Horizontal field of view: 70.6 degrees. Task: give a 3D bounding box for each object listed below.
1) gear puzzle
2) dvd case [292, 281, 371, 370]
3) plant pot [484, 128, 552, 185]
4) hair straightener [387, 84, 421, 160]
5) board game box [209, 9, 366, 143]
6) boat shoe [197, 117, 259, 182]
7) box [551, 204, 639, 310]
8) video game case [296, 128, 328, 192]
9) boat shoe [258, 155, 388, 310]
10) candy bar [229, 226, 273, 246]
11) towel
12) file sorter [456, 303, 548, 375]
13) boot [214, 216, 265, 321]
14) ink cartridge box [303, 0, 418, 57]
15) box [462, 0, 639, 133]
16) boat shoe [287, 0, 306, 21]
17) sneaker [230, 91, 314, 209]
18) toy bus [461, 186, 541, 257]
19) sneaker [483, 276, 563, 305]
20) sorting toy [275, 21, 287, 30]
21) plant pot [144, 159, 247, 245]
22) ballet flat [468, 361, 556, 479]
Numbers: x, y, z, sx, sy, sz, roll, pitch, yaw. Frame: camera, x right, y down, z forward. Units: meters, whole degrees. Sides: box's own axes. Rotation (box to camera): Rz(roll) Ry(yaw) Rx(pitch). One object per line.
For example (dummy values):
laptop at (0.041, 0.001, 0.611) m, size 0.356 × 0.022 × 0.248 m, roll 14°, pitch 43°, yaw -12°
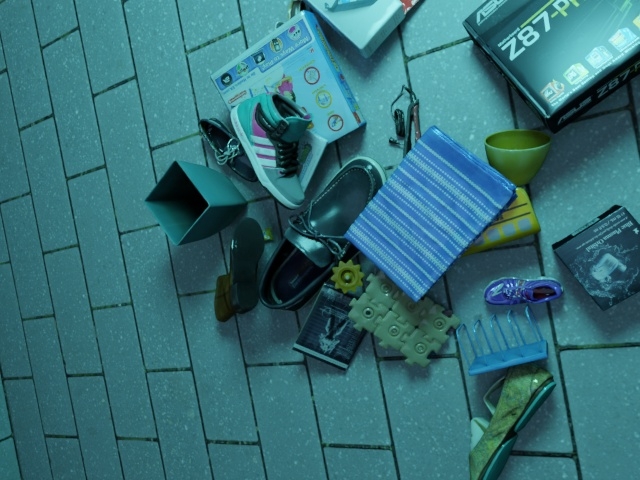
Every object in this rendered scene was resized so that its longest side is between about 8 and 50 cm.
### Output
gear puzzle at (0.167, 0.169, 1.148) m, size 0.338 × 0.044 × 0.176 m, roll 34°, pitch 101°, yaw 2°
dvd case at (0.040, 0.238, 1.230) m, size 0.164 × 0.018 × 0.222 m, roll 24°, pitch 108°, yaw -6°
plant pot at (0.429, -0.177, 0.993) m, size 0.134 × 0.134 × 0.095 m, roll 5°, pitch 123°, yaw 25°
hair straightener at (0.205, -0.268, 1.123) m, size 0.088 × 0.047 × 0.231 m, roll -4°, pitch 93°, yaw 26°
board game box at (-0.084, -0.370, 1.185) m, size 0.308 × 0.086 × 0.302 m, roll -23°, pitch 103°, yaw 26°
boat shoe at (-0.265, -0.267, 1.330) m, size 0.095 × 0.079 × 0.255 m, roll -43°, pitch 77°, yaw 22°
box at (0.602, 0.034, 0.941) m, size 0.156 × 0.093 × 0.158 m, roll -40°, pitch 79°, yaw 23°
video game case at (-0.073, -0.223, 1.179) m, size 0.143 × 0.019 × 0.157 m, roll 30°, pitch 118°, yaw 6°
boat shoe at (0.000, 0.000, 1.192) m, size 0.187 × 0.156 × 0.500 m, roll 43°, pitch 110°, yaw 17°
candy bar at (-0.209, 0.001, 1.366) m, size 0.161 × 0.018 × 0.040 m, roll -18°, pitch 87°, yaw 25°
towel at (0.234, -0.056, 1.014) m, size 0.243 × 0.040 × 0.336 m, roll 43°, pitch 111°, yaw 15°
file sorter at (0.413, 0.225, 1.038) m, size 0.170 × 0.118 × 0.105 m, roll -24°, pitch 81°, yaw 25°
boot at (-0.243, 0.092, 1.315) m, size 0.280 × 0.096 × 0.265 m, roll -30°, pitch 65°, yaw 61°
ink cartridge box at (0.099, -0.642, 1.101) m, size 0.261 × 0.066 × 0.296 m, roll -45°, pitch 76°, yaw 11°
box at (0.532, -0.455, 0.879) m, size 0.394 × 0.097 × 0.319 m, roll -37°, pitch 59°, yaw 24°
boat shoe at (-0.047, -0.529, 1.207) m, size 0.073 × 0.073 × 0.207 m, roll 7°, pitch 105°, yaw 24°
sneaker at (-0.080, -0.234, 1.104) m, size 0.178 × 0.124 × 0.296 m, roll -24°, pitch 100°, yaw 36°
toy bus at (0.321, -0.028, 1.061) m, size 0.332 × 0.108 × 0.130 m, roll -22°, pitch 87°, yaw 25°
sneaker at (0.458, 0.116, 1.029) m, size 0.169 × 0.071 × 0.069 m, roll -13°, pitch 90°, yaw 27°
sorting toy at (-0.101, -0.554, 1.225) m, size 0.044 × 0.075 × 0.084 m, roll 6°, pitch 98°, yaw 25°
plant pot at (-0.330, -0.107, 1.292) m, size 0.165 × 0.234 × 0.166 m, roll -44°, pitch 76°, yaw 23°
ballet flat at (0.421, 0.430, 1.067) m, size 0.123 × 0.123 × 0.349 m, roll 28°, pitch 107°, yaw 20°
